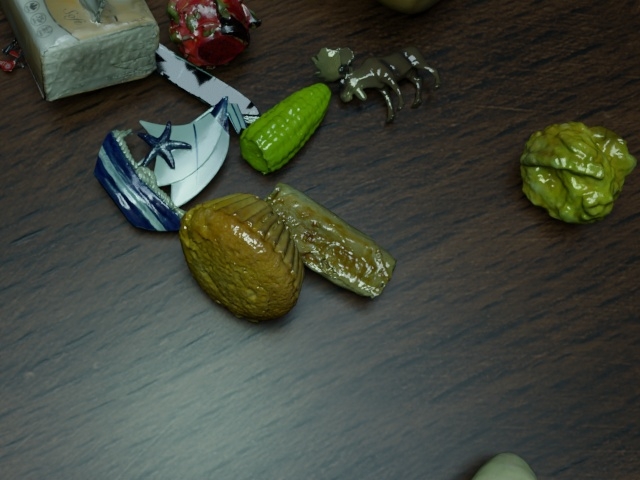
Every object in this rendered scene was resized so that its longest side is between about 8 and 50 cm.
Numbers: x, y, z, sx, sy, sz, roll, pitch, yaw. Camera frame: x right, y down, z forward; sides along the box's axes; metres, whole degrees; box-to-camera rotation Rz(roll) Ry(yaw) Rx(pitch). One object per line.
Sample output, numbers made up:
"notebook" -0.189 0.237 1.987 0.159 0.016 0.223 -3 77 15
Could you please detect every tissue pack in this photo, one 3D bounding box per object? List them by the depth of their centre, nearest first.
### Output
"tissue pack" -0.435 -0.436 1.478 0.238 0.238 0.305 -25 65 -13

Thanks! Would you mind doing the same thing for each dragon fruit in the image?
"dragon fruit" -0.200 -0.411 1.569 0.166 0.160 0.172 -10 64 -16

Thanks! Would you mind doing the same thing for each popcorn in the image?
"popcorn" 0.458 -0.127 1.548 0.197 0.197 0.155 46 55 8

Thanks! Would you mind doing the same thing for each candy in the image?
"candy" -0.055 -0.214 1.558 0.097 0.097 0.209 42 70 7

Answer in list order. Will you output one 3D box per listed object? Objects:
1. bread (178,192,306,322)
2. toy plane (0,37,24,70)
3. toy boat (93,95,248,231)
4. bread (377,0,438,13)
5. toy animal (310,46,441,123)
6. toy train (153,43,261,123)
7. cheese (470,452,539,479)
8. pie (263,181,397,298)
"bread" -0.123 0.023 1.407 0.240 0.240 0.139 38 62 6
"toy plane" -0.539 -0.367 1.581 0.060 0.037 0.145 30 70 7
"toy boat" -0.275 -0.157 1.521 0.210 0.070 0.292 28 76 -1
"bread" 0.129 -0.624 1.624 0.376 0.253 0.348 38 67 4
"toy animal" 0.102 -0.314 1.618 0.214 0.094 0.186 -29 82 -22
"toy train" -0.216 -0.281 1.587 0.252 0.048 0.055 32 82 -2
"cheese" 0.211 0.520 1.336 0.328 0.129 0.351 -3 73 -8
"pie" 0.000 0.000 1.508 0.282 0.068 0.128 34 60 6
